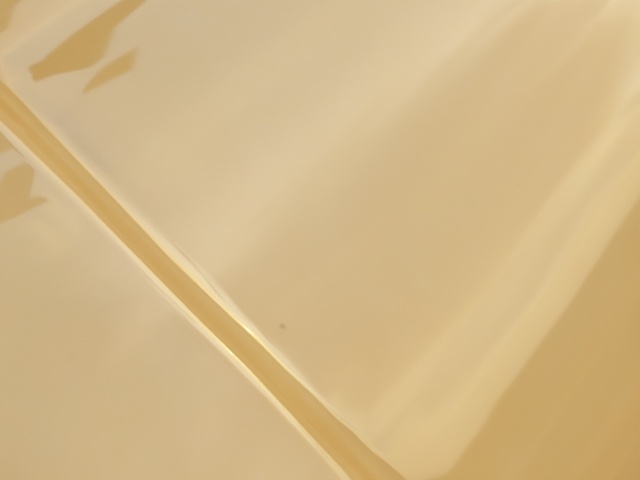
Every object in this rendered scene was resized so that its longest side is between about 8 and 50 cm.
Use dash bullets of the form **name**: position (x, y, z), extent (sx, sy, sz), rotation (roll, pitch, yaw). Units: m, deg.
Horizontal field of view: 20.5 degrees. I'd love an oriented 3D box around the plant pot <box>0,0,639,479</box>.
- **plant pot**: position (0.000, 0.000, 0.497), extent (0.203, 0.291, 0.291), rotation (-45, 71, -6)
